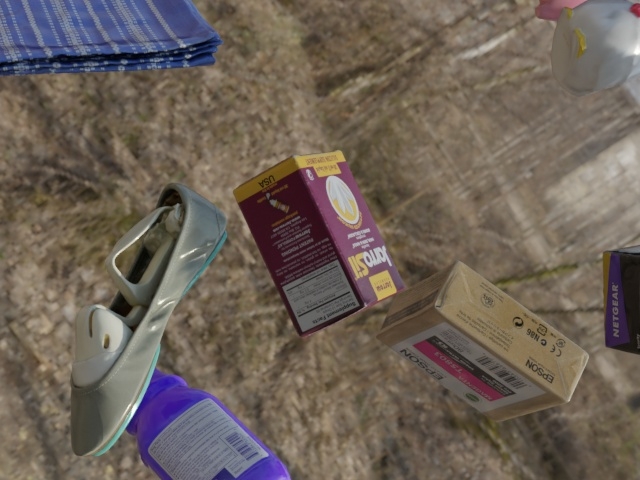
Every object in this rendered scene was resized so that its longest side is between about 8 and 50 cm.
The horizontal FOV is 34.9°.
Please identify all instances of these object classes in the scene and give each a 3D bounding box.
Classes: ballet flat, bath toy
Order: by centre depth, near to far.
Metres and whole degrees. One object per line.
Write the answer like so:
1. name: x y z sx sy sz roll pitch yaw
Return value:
1. ballet flat: -0.141 0.050 0.740 0.068 0.072 0.213 43 61 -31
2. bath toy: 0.300 -0.310 1.110 0.151 0.129 0.348 102 -15 -57

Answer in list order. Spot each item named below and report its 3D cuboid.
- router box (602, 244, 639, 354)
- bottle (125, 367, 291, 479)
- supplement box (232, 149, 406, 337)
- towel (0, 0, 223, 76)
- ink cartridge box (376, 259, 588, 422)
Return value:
1. router box: 0.406 0.036 0.751 0.243 0.309 0.081 10 -74 59
2. bottle: -0.158 0.243 1.233 0.283 0.118 0.092 36 -26 34
3. supplement box: 0.000 0.000 0.522 0.055 0.043 0.083 -18 82 -63
4. towel: -0.302 -0.257 1.152 0.243 0.336 0.040 -123 -145 -46
5. ink cartridge box: 0.223 0.149 1.440 0.235 0.088 0.193 35 -28 -7
